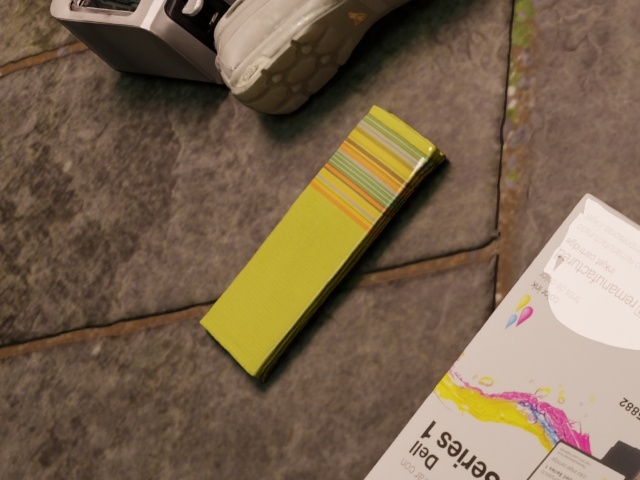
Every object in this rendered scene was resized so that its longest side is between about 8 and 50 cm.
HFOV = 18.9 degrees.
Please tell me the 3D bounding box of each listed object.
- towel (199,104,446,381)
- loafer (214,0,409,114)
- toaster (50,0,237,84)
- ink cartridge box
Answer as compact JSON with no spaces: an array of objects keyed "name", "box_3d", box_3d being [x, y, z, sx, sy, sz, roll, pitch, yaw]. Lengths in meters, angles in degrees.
[{"name":"towel","box_3d":[0.000,0.000,1.569,0.237,0.021,0.102,-51,39,2]},{"name":"loafer","box_3d":[0.032,-0.242,1.627,0.319,0.112,0.111,-39,54,14]},{"name":"toaster","box_3d":[-0.141,-0.243,1.768,0.186,0.110,0.168,12,71,43]},{"name":"ink cartridge box","box_3d":[0.179,0.141,1.263,0.278,0.117,0.201,-52,44,0]}]
